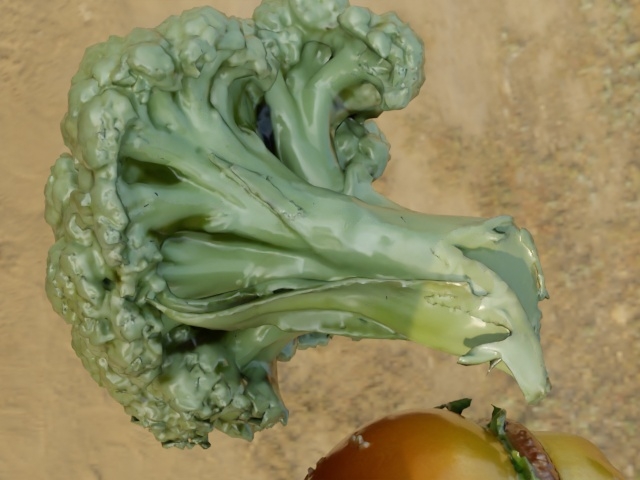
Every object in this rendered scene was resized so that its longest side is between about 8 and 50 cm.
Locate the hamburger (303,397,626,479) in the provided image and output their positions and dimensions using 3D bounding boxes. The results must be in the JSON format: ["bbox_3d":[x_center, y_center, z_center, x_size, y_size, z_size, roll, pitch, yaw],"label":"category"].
[{"bbox_3d":[0.054,0.200,0.658,0.170,0.246,0.246,12,72,-17],"label":"hamburger"}]

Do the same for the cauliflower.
[{"bbox_3d":[-0.014,-0.017,0.740,0.327,0.281,0.260,51,34,-69],"label":"cauliflower"}]
